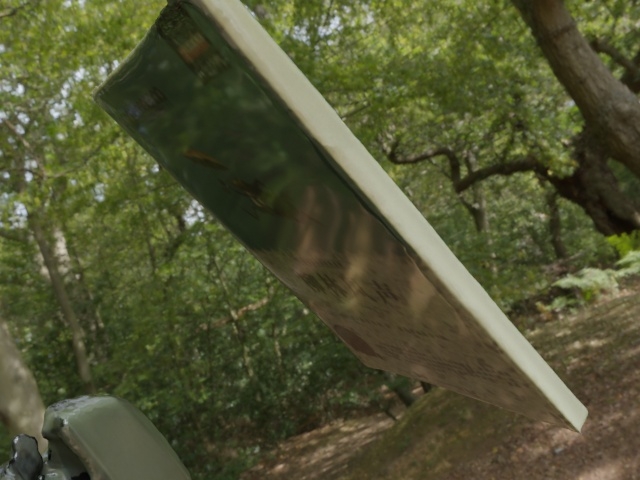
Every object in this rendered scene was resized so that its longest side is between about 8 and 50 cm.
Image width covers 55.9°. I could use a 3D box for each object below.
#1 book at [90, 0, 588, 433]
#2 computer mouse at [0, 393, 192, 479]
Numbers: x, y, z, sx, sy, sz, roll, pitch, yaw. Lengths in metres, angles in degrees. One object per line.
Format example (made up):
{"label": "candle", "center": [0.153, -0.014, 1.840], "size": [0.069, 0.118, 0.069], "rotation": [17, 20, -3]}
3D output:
{"label": "book", "center": [0.000, 0.000, 0.458], "size": [0.031, 0.379, 0.264], "rotation": [-52, 23, -19]}
{"label": "computer mouse", "center": [-0.187, 0.331, 0.565], "size": [0.228, 0.145, 0.429], "rotation": [-62, -23, -50]}
